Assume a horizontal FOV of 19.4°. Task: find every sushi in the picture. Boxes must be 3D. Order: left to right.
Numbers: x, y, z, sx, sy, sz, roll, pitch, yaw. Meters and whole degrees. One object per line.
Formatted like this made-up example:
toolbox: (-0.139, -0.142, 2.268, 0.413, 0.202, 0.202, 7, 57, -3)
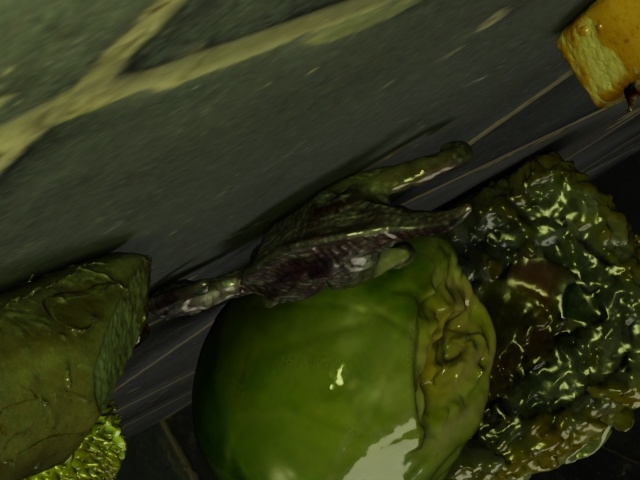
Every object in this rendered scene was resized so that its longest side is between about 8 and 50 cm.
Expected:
sushi: (0.234, 0.118, 2.271, 0.397, 0.351, 0.240, -31, 175, 1)

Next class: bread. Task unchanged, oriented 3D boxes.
bread: (0.230, -0.142, 1.226, 0.122, 0.073, 0.149, -30, 176, -17)

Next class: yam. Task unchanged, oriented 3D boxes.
yam: (-0.167, 0.076, 1.019, 0.106, 0.106, 0.259, -33, 173, 33)

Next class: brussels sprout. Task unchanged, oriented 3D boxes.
brussels sprout: (0.035, 0.129, 1.751, 0.344, 0.268, 0.344, -37, 177, -2)

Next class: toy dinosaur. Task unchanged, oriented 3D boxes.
toy dinosaur: (0.002, 0.008, 1.418, 0.294, 0.077, 0.162, -31, 175, 29)

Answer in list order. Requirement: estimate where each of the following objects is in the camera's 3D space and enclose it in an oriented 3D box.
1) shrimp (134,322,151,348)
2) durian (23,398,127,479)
shrimp: (-0.184, 0.112, 1.461, 0.124, 0.034, 0.178, -38, -173, 26)
durian: (-0.209, 0.136, 1.179, 0.159, 0.146, 0.198, -45, -170, -31)
